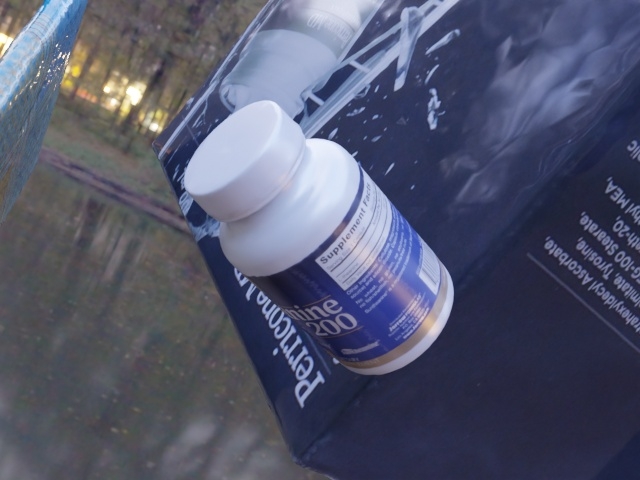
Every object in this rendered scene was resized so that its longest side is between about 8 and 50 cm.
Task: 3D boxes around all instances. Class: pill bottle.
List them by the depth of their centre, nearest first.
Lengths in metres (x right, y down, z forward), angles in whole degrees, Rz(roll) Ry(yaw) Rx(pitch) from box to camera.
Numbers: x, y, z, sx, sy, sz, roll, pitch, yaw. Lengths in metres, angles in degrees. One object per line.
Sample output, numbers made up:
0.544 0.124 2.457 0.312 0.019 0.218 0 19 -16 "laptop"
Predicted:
0.000 0.000 0.346 0.120 0.067 0.067 46 -10 -33 "pill bottle"

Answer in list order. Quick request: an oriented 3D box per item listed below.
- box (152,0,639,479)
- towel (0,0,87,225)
0.153 -0.094 0.657 0.297 0.472 0.480 34 11 -33 "box"
-0.302 -0.072 0.739 0.040 0.271 0.370 21 35 -14 "towel"
